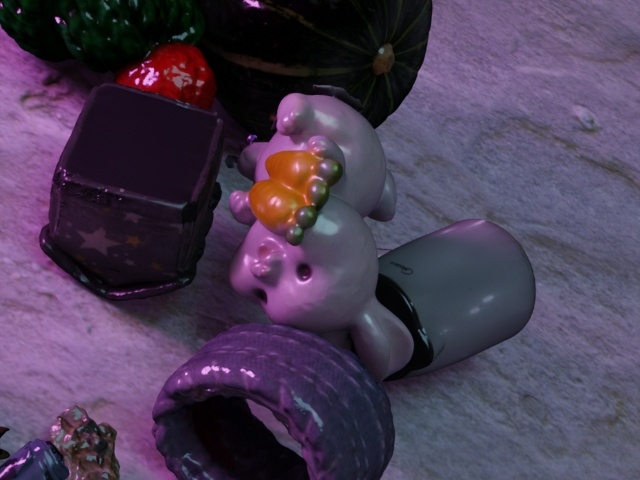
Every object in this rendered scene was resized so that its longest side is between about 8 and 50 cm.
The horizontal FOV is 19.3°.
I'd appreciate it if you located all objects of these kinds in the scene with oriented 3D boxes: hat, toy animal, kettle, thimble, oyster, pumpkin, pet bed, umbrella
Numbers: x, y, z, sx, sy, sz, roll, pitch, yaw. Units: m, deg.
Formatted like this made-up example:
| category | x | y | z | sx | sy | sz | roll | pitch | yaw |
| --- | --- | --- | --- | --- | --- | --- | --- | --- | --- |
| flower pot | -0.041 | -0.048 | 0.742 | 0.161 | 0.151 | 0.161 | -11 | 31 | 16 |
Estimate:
| category | x | y | z | sx | sy | sz | roll | pitch | yaw |
| --- | --- | --- | --- | --- | --- | --- | --- | --- | --- |
| hat | -0.234 | -0.271 | 2.222 | 0.274 | 0.242 | 0.332 | -21 | 71 | -39 |
| toy animal | -0.006 | -0.002 | 2.093 | 0.247 | 0.182 | 0.310 | 43 | 33 | -49 |
| kettle | 0.108 | 0.068 | 2.284 | 0.221 | 0.161 | 0.236 | 29 | 33 | 30 |
| thimble | -0.047 | 0.198 | 1.966 | 0.236 | 0.205 | 0.172 | 18 | 26 | 18 |
| oyster | -0.221 | 0.249 | 1.863 | 0.106 | 0.061 | 0.200 | 7 | 49 | -39 |
| pumpkin | -0.004 | -0.268 | 2.362 | 0.323 | 0.323 | 0.241 | -4 | 23 | -45 |
| pet bed | -0.206 | -0.049 | 2.110 | 0.183 | 0.159 | 0.211 | 14 | 38 | -3 |
| umbrella | -0.324 | 0.268 | 1.646 | 0.250 | 0.052 | 0.053 | -42 | 90 | -11 |

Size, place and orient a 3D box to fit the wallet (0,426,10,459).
| category | x | y | z | sx | sy | sz | roll | pitch | yaw |
| --- | --- | --- | --- | --- | --- | --- | --- | --- | --- |
| wallet | -0.381 | 0.178 | 1.698 | 0.110 | 0.198 | 0.031 | -11 | 103 | -50 |
